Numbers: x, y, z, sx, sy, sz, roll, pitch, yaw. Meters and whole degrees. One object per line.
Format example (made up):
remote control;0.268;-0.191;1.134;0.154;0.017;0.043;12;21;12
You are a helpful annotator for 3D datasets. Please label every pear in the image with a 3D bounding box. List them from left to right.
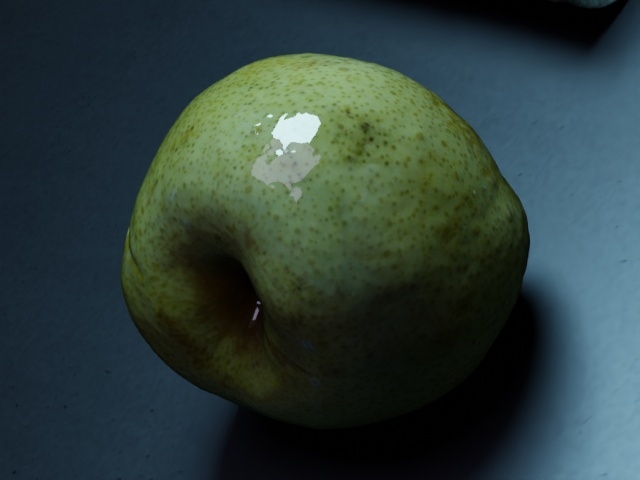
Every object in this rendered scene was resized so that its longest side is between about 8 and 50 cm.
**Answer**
pear;0.000;0.000;0.776;0.167;0.167;0.136;4;37;39

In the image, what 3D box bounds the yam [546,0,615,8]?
yam;0.059;-0.184;0.965;0.259;0.093;0.093;21;65;47
